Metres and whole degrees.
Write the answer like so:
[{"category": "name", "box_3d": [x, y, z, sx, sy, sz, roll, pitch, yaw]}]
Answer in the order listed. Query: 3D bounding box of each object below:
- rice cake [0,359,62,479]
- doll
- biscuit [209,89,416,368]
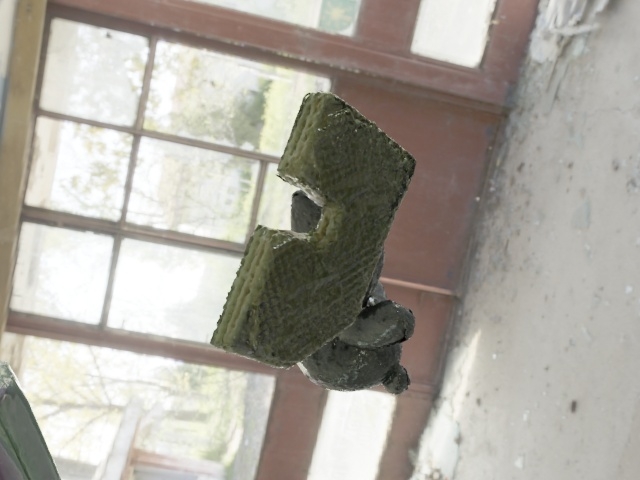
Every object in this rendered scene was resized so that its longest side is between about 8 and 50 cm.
[{"category": "rice cake", "box_3d": [-0.153, 0.176, 0.376, 0.080, 0.042, 0.222, -141, 35, -72]}, {"category": "doll", "box_3d": [0.046, 0.073, 0.976, 0.158, 0.245, 0.340, -31, -50, -39]}, {"category": "biscuit", "box_3d": [0.000, 0.000, 0.639, 0.046, 0.147, 0.250, 13, 77, 45]}]
